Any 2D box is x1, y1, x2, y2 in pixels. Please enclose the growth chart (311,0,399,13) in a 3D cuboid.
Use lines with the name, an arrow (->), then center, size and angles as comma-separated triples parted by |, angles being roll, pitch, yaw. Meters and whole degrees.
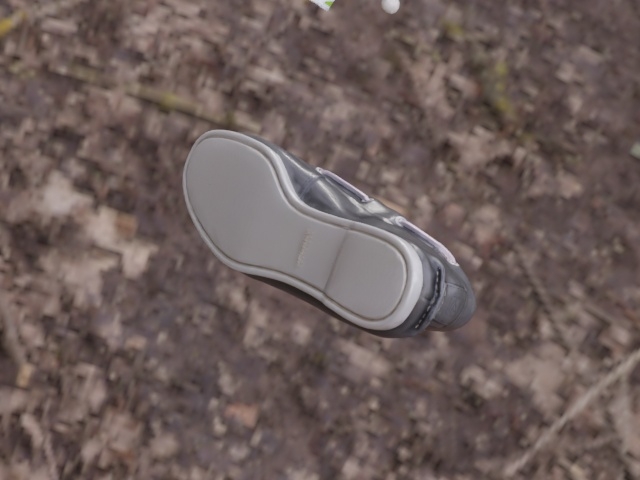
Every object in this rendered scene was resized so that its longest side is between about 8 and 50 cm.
growth chart -> -0.004, -0.271, 1.395 | 0.237, 0.172, 0.021 | 14, 11, -32

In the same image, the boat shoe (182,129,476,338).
boat shoe -> 0.000, 0.000, 1.491 | 0.095, 0.112, 0.335 | 18, 10, -43
